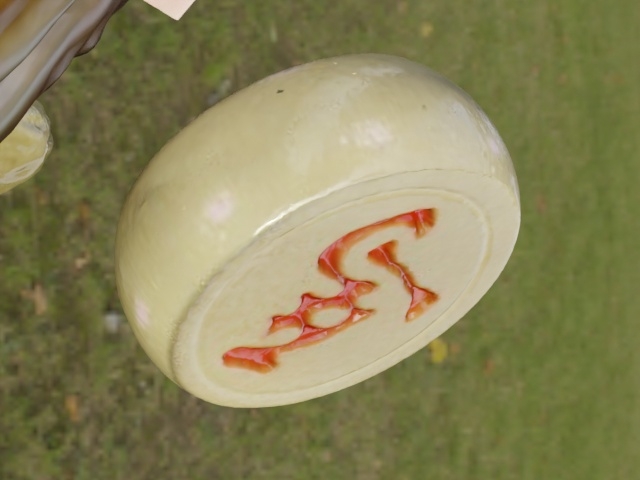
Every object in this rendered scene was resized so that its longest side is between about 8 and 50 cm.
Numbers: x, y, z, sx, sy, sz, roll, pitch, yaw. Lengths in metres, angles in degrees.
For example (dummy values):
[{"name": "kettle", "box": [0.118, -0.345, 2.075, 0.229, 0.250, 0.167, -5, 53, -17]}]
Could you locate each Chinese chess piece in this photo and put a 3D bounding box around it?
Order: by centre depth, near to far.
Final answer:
[{"name": "Chinese chess piece", "box": [0.000, 0.000, 0.956, 0.102, 0.273, 0.273, 62, 4, 30]}]

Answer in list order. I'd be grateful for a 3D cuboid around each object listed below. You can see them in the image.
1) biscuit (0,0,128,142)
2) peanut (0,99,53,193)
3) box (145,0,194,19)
[{"name": "biscuit", "box": [-0.188, -0.113, 0.409, 0.115, 0.366, 0.268, 55, 16, -74]}, {"name": "peanut", "box": [-0.311, -0.074, 1.097, 0.256, 0.123, 0.124, -5, 92, -39]}, {"name": "box", "box": [-0.080, -0.215, 0.966, 0.043, 0.089, 0.125, 31, 39, -23]}]
